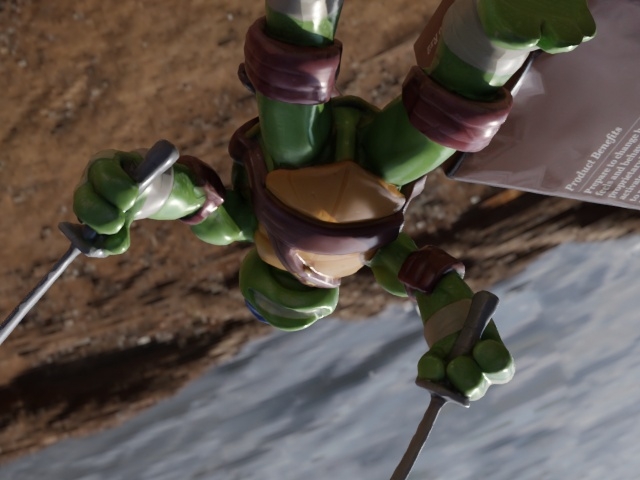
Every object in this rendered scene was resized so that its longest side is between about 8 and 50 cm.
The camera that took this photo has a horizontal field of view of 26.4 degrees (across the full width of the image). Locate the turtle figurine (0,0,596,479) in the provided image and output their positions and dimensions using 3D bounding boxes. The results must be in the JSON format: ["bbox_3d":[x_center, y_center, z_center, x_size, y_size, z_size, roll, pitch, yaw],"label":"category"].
[{"bbox_3d":[0.000,0.000,0.601,0.275,0.198,0.266,-36,158,-41],"label":"turtle figurine"}]

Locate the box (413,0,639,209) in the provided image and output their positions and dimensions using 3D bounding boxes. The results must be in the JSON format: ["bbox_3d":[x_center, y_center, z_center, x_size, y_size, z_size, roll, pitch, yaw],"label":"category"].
[{"bbox_3d":[0.280,-0.121,0.966,0.381,0.143,0.191,7,140,-24],"label":"box"}]
